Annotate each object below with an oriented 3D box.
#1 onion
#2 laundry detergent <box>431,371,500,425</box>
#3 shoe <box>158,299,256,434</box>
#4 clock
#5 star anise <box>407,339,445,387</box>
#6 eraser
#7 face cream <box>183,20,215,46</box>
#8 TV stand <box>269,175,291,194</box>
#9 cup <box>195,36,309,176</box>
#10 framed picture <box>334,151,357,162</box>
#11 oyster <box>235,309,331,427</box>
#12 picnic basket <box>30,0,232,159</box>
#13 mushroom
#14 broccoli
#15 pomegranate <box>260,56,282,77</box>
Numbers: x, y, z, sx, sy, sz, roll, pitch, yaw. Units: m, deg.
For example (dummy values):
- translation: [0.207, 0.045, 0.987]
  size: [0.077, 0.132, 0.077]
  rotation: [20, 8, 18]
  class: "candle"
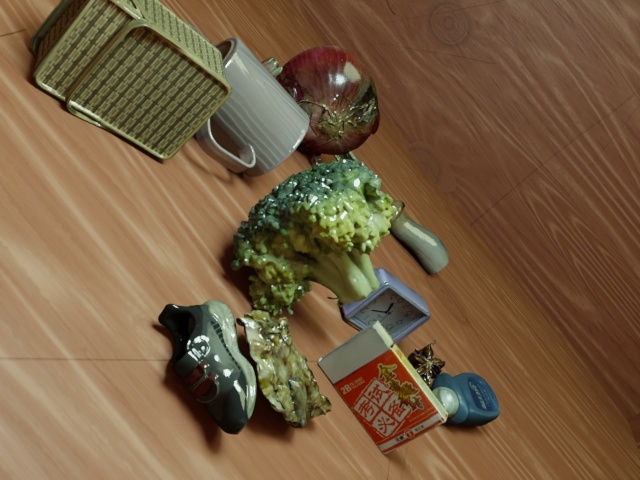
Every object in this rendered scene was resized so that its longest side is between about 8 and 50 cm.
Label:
- translation: [0.014, -0.421, 1.857]
  size: [0.354, 0.354, 0.353]
  rotation: [41, 24, -23]
  class: "onion"
- translation: [0.367, 0.414, 1.554]
  size: [0.290, 0.094, 0.143]
  rotation: [20, 43, -53]
  class: "laundry detergent"
- translation: [-0.175, 0.181, 0.884]
  size: [0.112, 0.099, 0.227]
  rotation: [20, 33, -41]
  class: "shoe"
- translation: [0.157, 0.167, 1.463]
  size: [0.193, 0.145, 0.073]
  rotation: [36, 22, -33]
  class: "clock"
- translation: [0.278, 0.312, 1.562]
  size: [0.097, 0.070, 0.191]
  rotation: [51, 41, 5]
  class: "star anise"
- translation: [0.120, 0.293, 1.181]
  size: [0.230, 0.157, 0.038]
  rotation: [53, 25, 4]
  class: "eraser"
- translation: [-0.356, -0.545, 1.661]
  size: [0.291, 0.071, 0.143]
  rotation: [36, 27, -33]
  class: "face cream"
- translation: [-0.008, -0.067, 1.589]
  size: [0.270, 0.083, 0.088]
  rotation: [29, 30, -46]
  class: "TV stand"
- translation: [-0.199, -0.291, 1.411]
  size: [0.208, 0.288, 0.273]
  rotation: [9, -30, 50]
  class: "cup"
- translation: [0.042, -0.397, 2.276]
  size: [0.252, 0.014, 0.197]
  rotation: [56, 23, 10]
  class: "framed picture"
- translation: [-0.065, 0.208, 0.990]
  size: [0.214, 0.083, 0.223]
  rotation: [61, 2, 13]
  class: "oyster"
- translation: [-0.357, -0.331, 1.133]
  size: [0.313, 0.228, 0.175]
  rotation: [33, 26, -39]
  class: "picnic basket"
- translation: [0.340, -0.010, 2.159]
  size: [0.329, 0.122, 0.159]
  rotation: [44, -13, -20]
  class: "mushroom"
- translation: [0.010, -0.006, 1.194]
  size: [0.280, 0.348, 0.293]
  rotation: [59, 27, -9]
  class: "broccoli"
- translation: [-0.193, -0.411, 1.593]
  size: [0.179, 0.210, 0.180]
  rotation: [56, 8, -11]
  class: "pomegranate"
